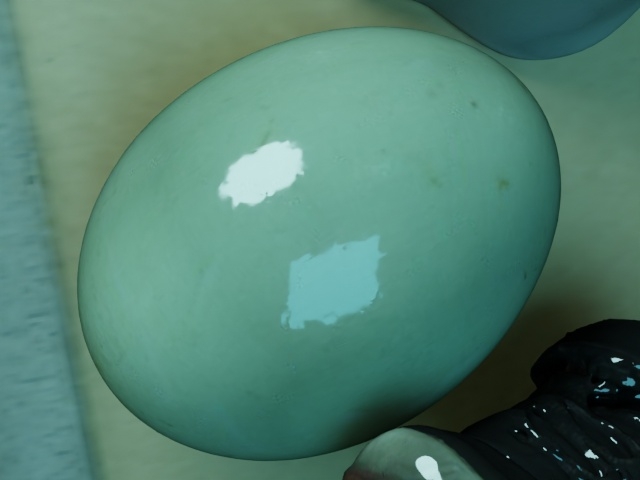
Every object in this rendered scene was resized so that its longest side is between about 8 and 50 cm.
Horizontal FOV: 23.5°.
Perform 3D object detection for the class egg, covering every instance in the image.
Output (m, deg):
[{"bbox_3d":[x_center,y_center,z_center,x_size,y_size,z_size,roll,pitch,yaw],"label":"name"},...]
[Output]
[{"bbox_3d":[0.000,0.000,0.578,0.192,0.149,0.149,-35,113,-3],"label":"egg"}]

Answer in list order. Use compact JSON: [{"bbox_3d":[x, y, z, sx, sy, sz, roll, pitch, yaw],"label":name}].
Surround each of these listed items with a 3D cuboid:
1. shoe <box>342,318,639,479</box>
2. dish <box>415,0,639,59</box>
[{"bbox_3d":[0.115,0.100,0.604,0.137,0.114,0.291,-59,152,3],"label":"shoe"},{"bbox_3d":[0.095,-0.171,0.570,0.229,0.081,0.229,-4,111,-10],"label":"dish"}]
